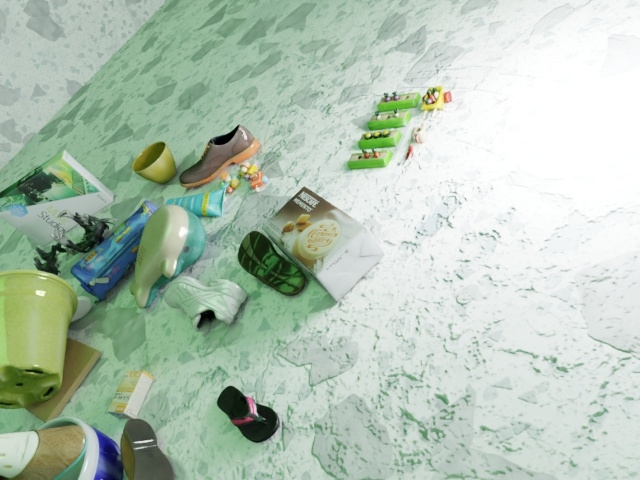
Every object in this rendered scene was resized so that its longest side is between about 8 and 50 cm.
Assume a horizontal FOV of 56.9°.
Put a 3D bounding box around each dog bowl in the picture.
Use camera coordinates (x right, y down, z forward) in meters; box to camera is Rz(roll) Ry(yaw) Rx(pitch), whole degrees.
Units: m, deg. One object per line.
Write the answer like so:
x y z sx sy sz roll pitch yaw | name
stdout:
-0.526 0.493 1.170 0.265 0.104 0.265 -21 42 21 | dog bowl

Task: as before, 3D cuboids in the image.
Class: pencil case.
-0.546 0.029 1.628 0.306 0.119 0.133 -45 22 -8 | pencil case

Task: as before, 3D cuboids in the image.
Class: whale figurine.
-0.389 0.046 1.509 0.216 0.141 0.272 36 103 51 | whale figurine

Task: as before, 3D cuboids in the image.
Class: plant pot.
-0.519 -0.236 1.889 0.134 0.095 0.134 -21 41 20 | plant pot
-0.731 0.255 1.436 0.276 0.276 0.254 -32 51 8 | plant pot

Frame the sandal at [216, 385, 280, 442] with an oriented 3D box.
-0.144 0.317 1.094 0.179 0.040 0.067 17 64 46 | sandal

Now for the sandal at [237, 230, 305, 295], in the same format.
-0.106 0.057 1.313 0.219 0.060 0.090 32 81 35 | sandal

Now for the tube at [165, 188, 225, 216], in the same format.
-0.347 -0.099 1.660 0.207 0.052 0.080 -3 79 33 | tube

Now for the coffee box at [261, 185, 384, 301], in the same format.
0.000 0.000 1.246 0.141 0.098 0.246 -43 39 -6 | coffee box

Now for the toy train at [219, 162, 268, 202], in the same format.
-0.224 -0.167 1.628 0.166 0.046 0.125 -21 41 20 | toy train

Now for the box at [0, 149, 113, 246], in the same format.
-0.897 -0.134 1.976 0.322 0.232 0.058 -31 44 10 | box

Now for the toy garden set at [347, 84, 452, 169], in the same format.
0.188 -0.281 1.415 0.204 0.049 0.244 2 53 39 | toy garden set

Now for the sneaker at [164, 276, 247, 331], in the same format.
-0.279 0.148 1.332 0.232 0.090 0.115 -5 53 36 | sneaker

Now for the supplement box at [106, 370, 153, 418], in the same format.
-0.416 0.337 1.291 0.062 0.036 0.098 -9 47 33 | supplement box

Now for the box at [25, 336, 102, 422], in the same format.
-0.652 0.347 1.479 0.164 0.021 0.201 7 57 42 | box

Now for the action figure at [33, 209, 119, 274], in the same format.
-0.771 -0.012 1.835 0.275 0.141 0.164 -35 27 6 | action figure

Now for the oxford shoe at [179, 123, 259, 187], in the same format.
-0.319 -0.252 1.744 0.271 0.098 0.097 -30 39 10 | oxford shoe

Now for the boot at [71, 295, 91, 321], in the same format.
-0.716 0.190 1.643 0.190 0.069 0.086 -33 42 10 | boot

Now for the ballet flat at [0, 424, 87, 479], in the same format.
-0.610 0.427 1.116 0.342 0.124 0.116 -26 41 15 | ballet flat

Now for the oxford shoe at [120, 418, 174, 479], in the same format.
-0.332 0.440 1.115 0.212 0.076 0.076 48 117 49 | oxford shoe
